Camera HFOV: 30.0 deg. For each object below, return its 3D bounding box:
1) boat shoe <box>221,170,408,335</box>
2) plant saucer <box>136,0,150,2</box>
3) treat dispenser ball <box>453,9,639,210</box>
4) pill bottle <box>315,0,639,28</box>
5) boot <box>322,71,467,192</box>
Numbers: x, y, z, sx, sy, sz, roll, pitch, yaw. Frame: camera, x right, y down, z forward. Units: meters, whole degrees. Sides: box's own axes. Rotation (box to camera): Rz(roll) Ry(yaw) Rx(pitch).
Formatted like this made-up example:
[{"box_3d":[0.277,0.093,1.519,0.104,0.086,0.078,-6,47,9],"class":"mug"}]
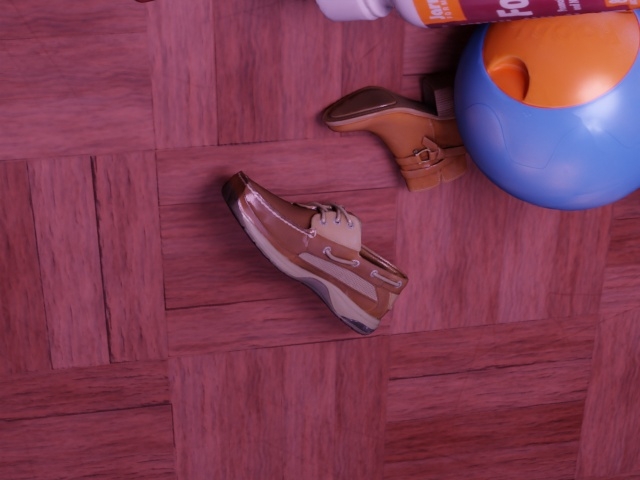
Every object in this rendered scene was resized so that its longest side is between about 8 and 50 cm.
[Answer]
[{"box_3d":[0.000,0.000,1.633,0.120,0.122,0.324,-44,127,7],"class":"boat shoe"},{"box_3d":[-0.124,-0.416,1.388,0.259,0.048,0.258,-13,122,-1],"class":"plant saucer"},{"box_3d":[0.311,-0.181,1.489,0.288,0.288,0.288,-6,120,-10],"class":"treat dispenser ball"},{"box_3d":[0.190,-0.355,1.333,0.392,0.224,0.224,-2,123,19],"class":"pill bottle"},{"box_3d":[0.108,-0.131,1.601,0.197,0.073,0.152,-12,125,-3],"class":"boot"}]
